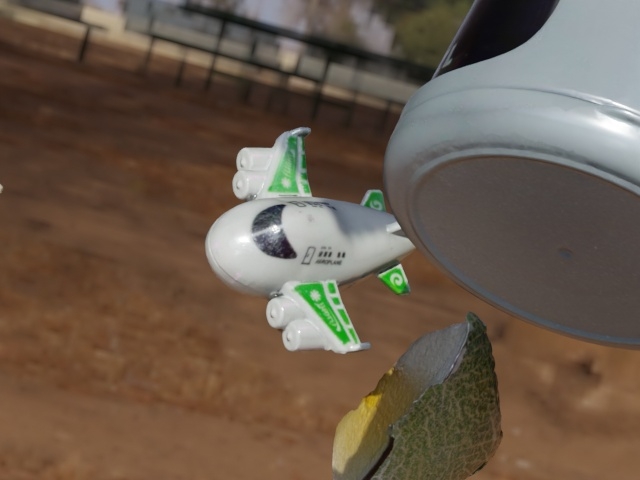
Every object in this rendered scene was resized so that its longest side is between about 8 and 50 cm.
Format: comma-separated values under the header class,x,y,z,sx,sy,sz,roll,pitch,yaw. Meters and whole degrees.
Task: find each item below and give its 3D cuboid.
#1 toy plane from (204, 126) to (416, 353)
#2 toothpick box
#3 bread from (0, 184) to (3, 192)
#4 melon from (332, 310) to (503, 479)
class,x,y,z,sx,sy,sz,roll,pitch,yaw
toy plane,-0.002,0.001,1.344,0.174,0.174,0.080,14,-30,-24
toothpick box,0.216,-0.130,1.146,0.263,0.354,0.263,19,-26,10
bread,-0.354,-0.073,1.159,0.239,0.246,0.111,-27,7,10
melon,0.093,0.141,1.514,0.139,0.202,0.093,20,27,-34
